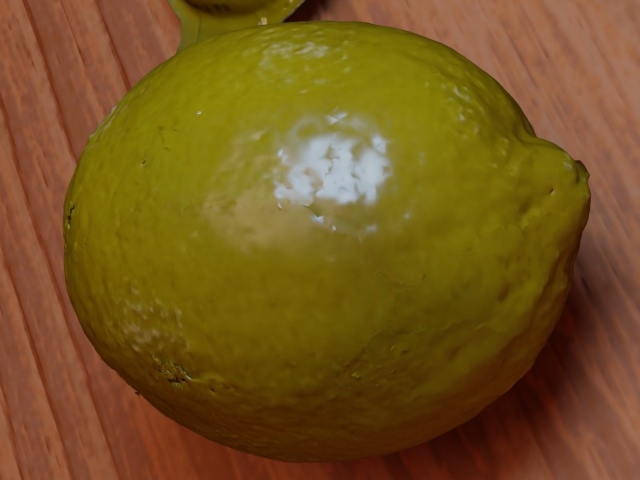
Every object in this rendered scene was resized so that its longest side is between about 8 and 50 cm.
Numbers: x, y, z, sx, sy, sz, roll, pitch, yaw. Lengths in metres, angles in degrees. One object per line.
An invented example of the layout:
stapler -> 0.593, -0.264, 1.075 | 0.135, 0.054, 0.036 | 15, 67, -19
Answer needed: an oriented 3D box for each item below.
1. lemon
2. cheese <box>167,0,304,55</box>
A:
lemon -> -0.004, 0.000, 1.019 | 0.263, 0.236, 0.236 | -13, 65, 55
cheese -> -0.053, -0.161, 1.216 | 0.157, 0.064, 0.250 | 7, 88, 38
